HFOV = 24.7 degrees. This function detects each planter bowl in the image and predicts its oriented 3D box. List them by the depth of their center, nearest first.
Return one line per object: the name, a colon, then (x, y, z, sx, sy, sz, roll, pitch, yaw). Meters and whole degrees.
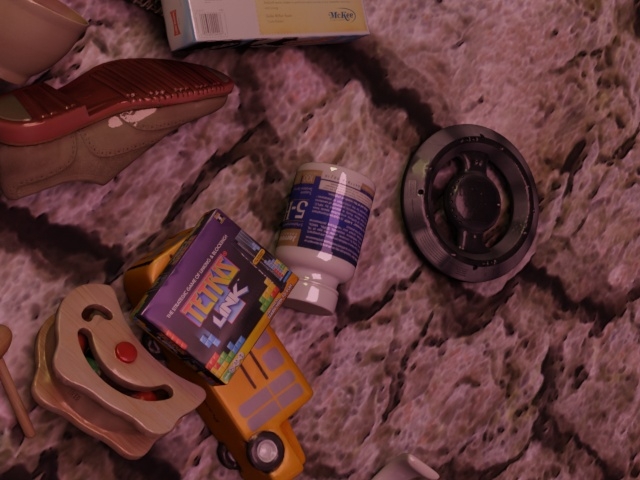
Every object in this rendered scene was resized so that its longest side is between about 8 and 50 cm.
planter bowl: (-0.379, -0.258, 1.778, 0.162, 0.162, 0.109, 28, 99, -21)

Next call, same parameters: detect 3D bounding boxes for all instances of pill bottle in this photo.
pill bottle: (0.000, 0.000, 1.946, 0.112, 0.112, 0.187, 20, 75, -23)

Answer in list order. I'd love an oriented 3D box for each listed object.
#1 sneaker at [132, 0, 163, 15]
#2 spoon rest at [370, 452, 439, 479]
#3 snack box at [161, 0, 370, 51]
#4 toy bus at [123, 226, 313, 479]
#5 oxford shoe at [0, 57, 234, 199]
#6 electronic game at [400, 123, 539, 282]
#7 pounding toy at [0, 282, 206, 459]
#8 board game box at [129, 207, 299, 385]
sneaker: (-0.196, -0.323, 1.912, 0.192, 0.064, 0.086, -12, 85, -30)
spoon rest: (0.050, 0.406, 1.954, 0.137, 0.084, 0.276, 39, 83, -16)
snack box: (-0.077, -0.351, 1.928, 0.322, 0.060, 0.187, -10, 89, -44)
toy bus: (-0.122, 0.155, 1.872, 0.130, 0.108, 0.333, -37, 100, -26)
oxford shoe: (-0.265, -0.145, 1.854, 0.348, 0.123, 0.130, -17, 126, -33)
electronic game: (0.216, -0.054, 2.093, 0.229, 0.048, 0.229, 3, 83, -27)
pounding toy: (-0.290, 0.163, 1.802, 0.269, 0.155, 0.154, 34, 44, -11)
board game box: (-0.128, 0.070, 1.791, 0.141, 0.048, 0.170, 41, 67, -17)
